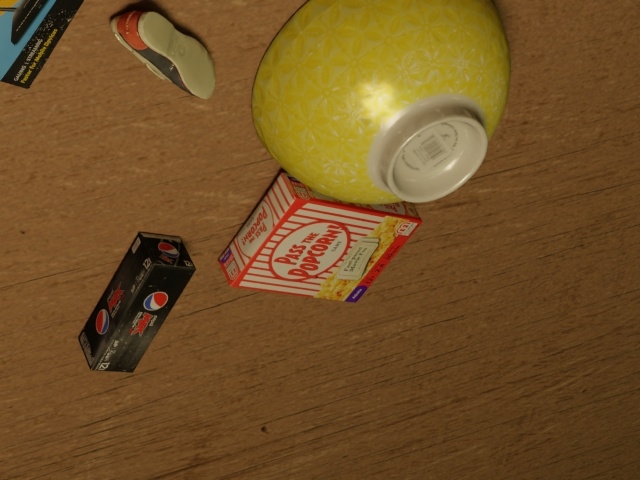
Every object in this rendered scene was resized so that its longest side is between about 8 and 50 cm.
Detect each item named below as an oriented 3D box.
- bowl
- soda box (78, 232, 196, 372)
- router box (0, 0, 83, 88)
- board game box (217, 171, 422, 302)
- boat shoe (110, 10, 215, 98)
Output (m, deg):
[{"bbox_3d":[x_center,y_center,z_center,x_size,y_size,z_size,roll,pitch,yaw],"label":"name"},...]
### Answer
[{"bbox_3d":[0.089,-0.131,1.573,0.289,0.156,0.289,-18,140,-15],"label":"bowl"},{"bbox_3d":[-0.206,0.071,1.680,0.060,0.053,0.169,8,128,-39],"label":"soda box"},{"bbox_3d":[-0.276,-0.227,1.320,0.133,0.046,0.179,13,124,-41],"label":"router box"},{"bbox_3d":[0.000,0.000,1.738,0.193,0.045,0.147,9,131,-38],"label":"board game box"},{"bbox_3d":[-0.149,-0.180,1.458,0.043,0.049,0.137,0,158,31],"label":"boat shoe"}]
